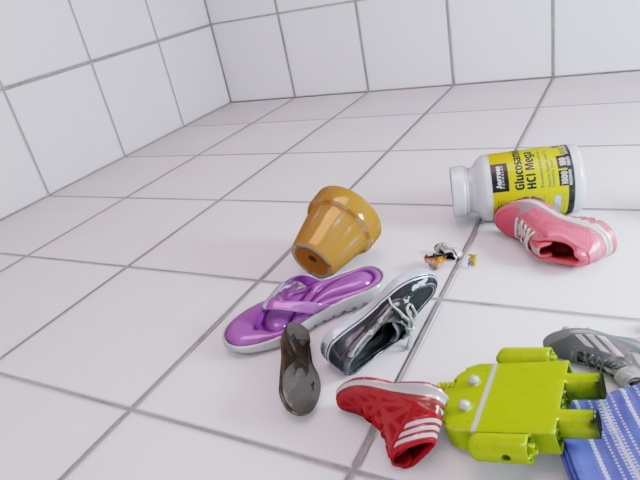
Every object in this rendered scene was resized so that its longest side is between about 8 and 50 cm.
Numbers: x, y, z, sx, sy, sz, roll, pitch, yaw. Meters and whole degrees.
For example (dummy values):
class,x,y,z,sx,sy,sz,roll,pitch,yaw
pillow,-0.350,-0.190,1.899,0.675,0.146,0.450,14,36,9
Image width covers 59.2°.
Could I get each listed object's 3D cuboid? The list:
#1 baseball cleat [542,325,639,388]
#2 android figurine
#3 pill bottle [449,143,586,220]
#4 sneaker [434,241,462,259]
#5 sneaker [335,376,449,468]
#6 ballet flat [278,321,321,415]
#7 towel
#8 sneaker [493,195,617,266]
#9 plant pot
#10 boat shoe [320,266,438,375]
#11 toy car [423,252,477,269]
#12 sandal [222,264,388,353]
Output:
class,x,y,z,sx,sy,sz,roll,pitch,yaw
baseball cleat,0.495,0.206,0.981,0.206,0.072,0.109,-2,34,27
android figurine,0.306,0.260,0.908,0.273,0.056,0.248,-9,23,37
pill bottle,0.530,-0.152,1.545,0.334,0.187,0.188,-6,27,12
sneaker,0.322,0.029,1.449,0.037,0.031,0.083,-31,32,-34
sneaker,0.099,0.302,0.938,0.221,0.087,0.128,-18,39,43
ballet flat,-0.051,0.260,1.128,0.084,0.058,0.249,19,27,-17
towel,0.499,0.260,0.773,0.336,0.040,0.243,-22,15,16
sneaker,0.534,-0.019,1.362,0.136,0.115,0.314,-29,31,-28
plant pot,0.027,-0.008,1.487,0.205,0.205,0.188,11,49,38
boat shoe,0.147,0.166,1.162,0.306,0.113,0.105,-28,37,-25
toy car,0.318,0.055,1.386,0.122,0.040,0.060,3,9,32
sandal,-0.042,0.130,1.320,0.417,0.102,0.169,-22,28,-19
